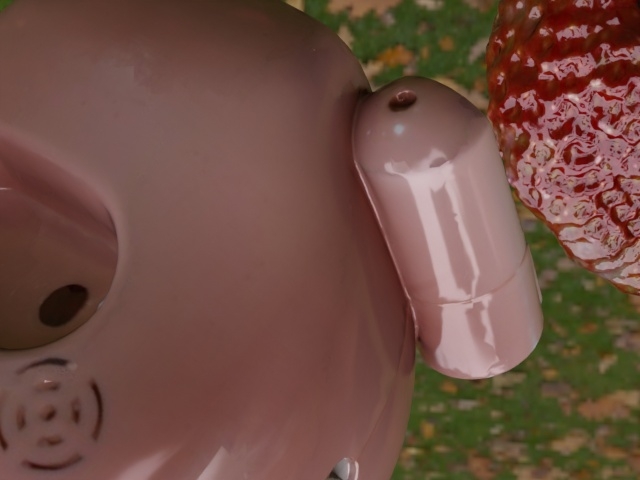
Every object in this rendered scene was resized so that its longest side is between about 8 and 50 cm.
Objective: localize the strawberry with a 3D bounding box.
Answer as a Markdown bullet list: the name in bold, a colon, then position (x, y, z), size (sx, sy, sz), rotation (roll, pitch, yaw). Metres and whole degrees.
- **strawberry**: position (0.296, -0.114, 1.252), size (0.312, 0.351, 0.267), rotation (-16, -160, -13)

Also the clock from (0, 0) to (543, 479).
- **clock**: position (-0.087, 0.030, 0.443), size (0.227, 0.241, 0.142), rotation (26, 154, 39)
